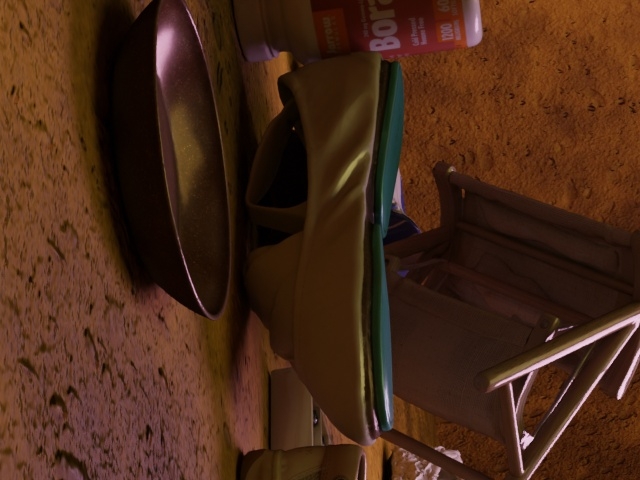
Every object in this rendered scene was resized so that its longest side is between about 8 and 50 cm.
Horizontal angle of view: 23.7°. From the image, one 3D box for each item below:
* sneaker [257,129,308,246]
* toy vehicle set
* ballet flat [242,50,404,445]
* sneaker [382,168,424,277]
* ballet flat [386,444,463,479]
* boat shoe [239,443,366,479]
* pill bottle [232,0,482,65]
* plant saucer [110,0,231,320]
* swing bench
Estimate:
[{"bbox_3d":[-0.015,-0.002,1.380,0.086,0.064,0.192,63,17,-58],"label":"sneaker"},{"bbox_3d":[-0.009,0.260,1.271,0.166,0.035,0.267,76,10,-49],"label":"toy vehicle set"},{"bbox_3d":[0.000,0.000,1.252,0.139,0.139,0.400,76,14,-48],"label":"ballet flat"},{"bbox_3d":[0.039,-0.030,1.730,0.315,0.127,0.182,90,-11,-86],"label":"sneaker"},{"bbox_3d":[0.157,0.410,2.165,0.409,0.147,0.147,-82,164,-64],"label":"ballet flat"},{"bbox_3d":[0.004,0.291,1.070,0.109,0.098,0.302,68,16,-67],"label":"boat shoe"},{"bbox_3d":[0.033,-0.221,1.383,0.121,0.216,0.121,-8,90,-83],"label":"pill bottle"},{"bbox_3d":[-0.089,-0.049,0.908,0.198,0.036,0.198,-8,90,-84],"label":"plant saucer"},{"bbox_3d":[0.146,0.078,1.445,0.255,0.253,0.165,-36,132,-32],"label":"swing bench"}]
